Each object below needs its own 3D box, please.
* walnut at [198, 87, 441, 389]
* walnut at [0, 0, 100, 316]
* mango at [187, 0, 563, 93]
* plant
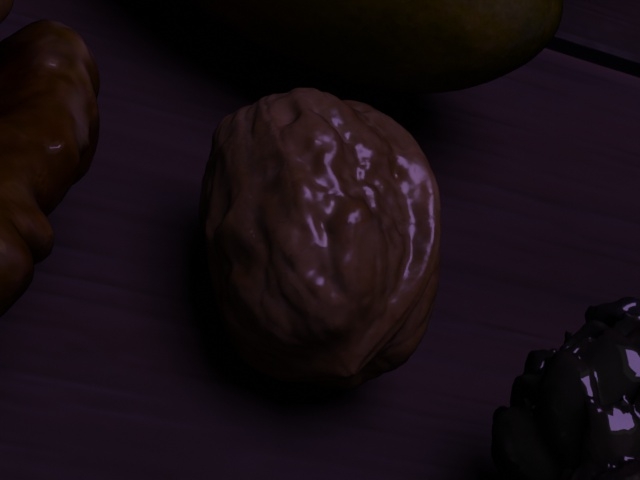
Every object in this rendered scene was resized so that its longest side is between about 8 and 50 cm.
[{"bbox_3d":[0.000,0.000,0.544,0.079,0.082,0.096,36,36,-53],"label":"walnut"},{"bbox_3d":[-0.136,-0.025,0.476,0.143,0.069,0.170,38,39,3],"label":"walnut"},{"bbox_3d":[-0.037,-0.165,0.633,0.289,0.129,0.146,54,29,12],"label":"mango"},{"bbox_3d":[0.099,0.089,0.525,0.094,0.092,0.143,12,54,-18],"label":"plant"}]
